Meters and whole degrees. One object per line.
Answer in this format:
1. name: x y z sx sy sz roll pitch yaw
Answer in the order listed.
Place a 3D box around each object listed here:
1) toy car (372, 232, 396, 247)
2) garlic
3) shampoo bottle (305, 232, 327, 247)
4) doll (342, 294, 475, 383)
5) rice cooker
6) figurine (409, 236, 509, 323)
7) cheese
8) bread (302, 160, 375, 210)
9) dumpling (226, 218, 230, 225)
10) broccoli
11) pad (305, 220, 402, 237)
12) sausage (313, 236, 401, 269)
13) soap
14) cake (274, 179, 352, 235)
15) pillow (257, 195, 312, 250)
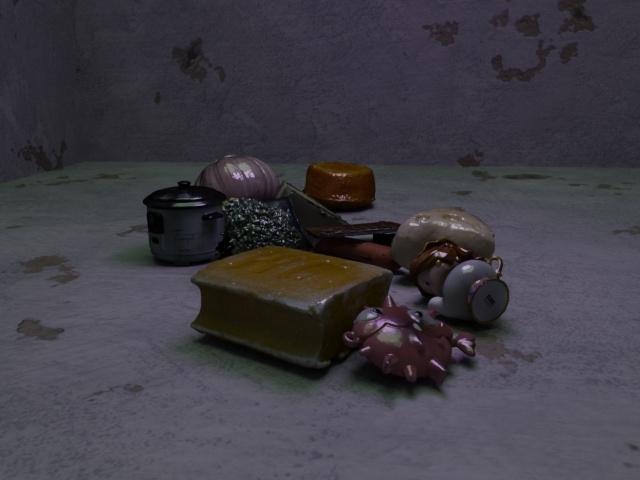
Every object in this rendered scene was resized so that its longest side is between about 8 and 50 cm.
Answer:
1. toy car: 0.241 0.005 1.797 0.170 0.070 0.080 -5 16 -8
2. garlic: -0.303 -0.179 2.112 0.317 0.259 0.317 -20 -15 -6
3. shampoo bottle: 0.000 0.000 1.874 0.072 0.043 0.099 -5 16 -16
4. doll: 0.164 0.183 1.098 0.262 0.093 0.211 7 30 -11
5. rice cooker: -0.394 -0.062 1.771 0.280 0.227 0.241 14 21 41
6. figurine: 0.305 0.088 1.359 0.189 0.142 0.263 -39 27 -6
7. cheese: 0.312 0.002 1.586 0.251 0.174 0.248 7 15 4
8. bread: 0.071 -0.222 2.429 0.312 0.172 0.312 2 15 -1
9. dumpling: -0.226 -0.028 1.898 0.155 0.181 0.111 18 -33 -31
10. broccoli: -0.184 0.019 1.588 0.263 0.247 0.243 38 -19 0
11. pad: 0.105 -0.035 1.805 0.284 0.018 0.286 -5 5 -8
12. sausage: 0.108 0.032 1.700 0.304 0.078 0.078 11 19 36
13. soap: -0.058 0.124 1.242 0.335 0.156 0.293 12 15 35
14. cake: -0.041 -0.055 2.066 0.283 0.172 0.158 29 13 -22
15. pillow: -0.125 -0.047 1.860 0.141 0.055 0.208 -11 59 -24
